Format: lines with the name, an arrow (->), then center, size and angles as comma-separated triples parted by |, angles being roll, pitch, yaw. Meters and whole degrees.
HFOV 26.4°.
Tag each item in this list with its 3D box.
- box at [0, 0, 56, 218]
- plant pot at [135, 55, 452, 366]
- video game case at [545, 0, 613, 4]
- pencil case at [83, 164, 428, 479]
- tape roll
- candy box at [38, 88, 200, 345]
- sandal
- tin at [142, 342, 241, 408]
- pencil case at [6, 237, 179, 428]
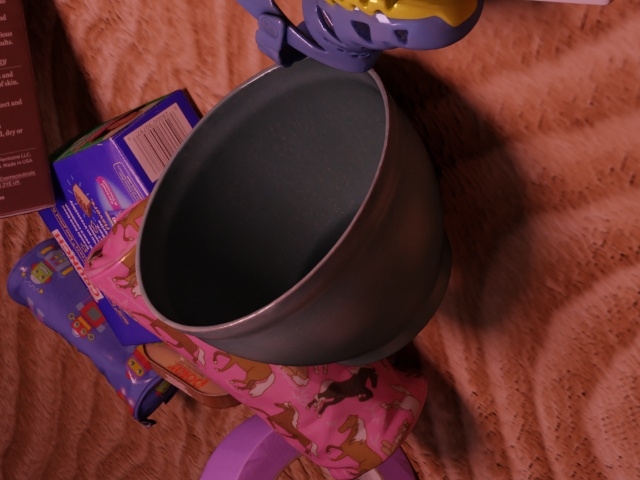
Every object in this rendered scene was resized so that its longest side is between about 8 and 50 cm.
box -> -0.444, -0.217, 1.643 | 0.191, 0.143, 0.382 | 6, 105, 55
plant pot -> 0.000, 0.000, 1.273 | 0.293, 0.293, 0.196 | 12, 158, 49
video game case -> 0.056, -0.257, 0.908 | 0.285, 0.025, 0.204 | 13, 137, 42
pencil case -> -0.062, 0.096, 1.450 | 0.386, 0.167, 0.160 | 41, 144, -13
tape roll -> -0.014, 0.336, 1.623 | 0.090, 0.275, 0.275 | -6, 117, 56
candy box -> -0.209, -0.016, 1.668 | 0.317, 0.122, 0.268 | -12, 113, 56
sandal -> 0.024, -0.202, 1.153 | 0.317, 0.126, 0.138 | 26, 146, 51
tin -> -0.153, 0.155, 1.793 | 0.189, 0.106, 0.040 | 28, 143, 37
pencil case -> -0.318, 0.129, 1.988 | 0.306, 0.119, 0.133 | 41, 170, 18
